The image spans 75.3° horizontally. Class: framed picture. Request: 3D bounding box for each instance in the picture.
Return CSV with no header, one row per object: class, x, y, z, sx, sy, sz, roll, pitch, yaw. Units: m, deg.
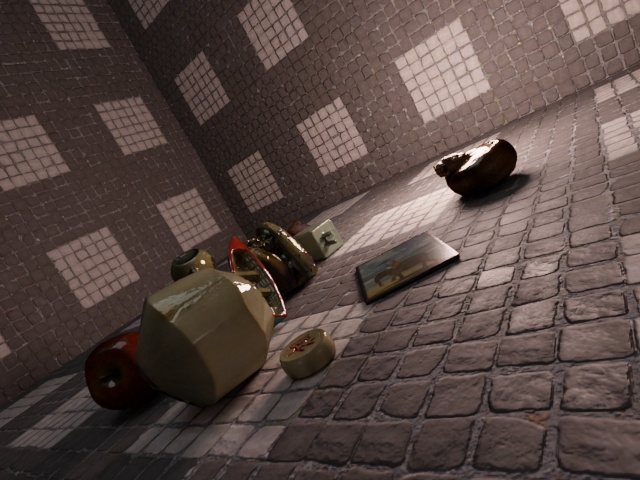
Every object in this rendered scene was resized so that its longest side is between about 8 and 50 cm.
framed picture,0.226,0.065,1.180,0.265,0.016,0.347,-28,9,7

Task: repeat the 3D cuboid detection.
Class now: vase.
vase,-0.653,0.222,2.268,0.241,0.302,0.329,-32,27,-17

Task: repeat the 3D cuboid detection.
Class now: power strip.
power strip,0.000,0.000,1.811,0.224,0.139,0.140,-19,13,48

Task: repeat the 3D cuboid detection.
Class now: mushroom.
mushroom,0.561,-0.257,1.496,0.279,0.162,0.297,-17,13,17

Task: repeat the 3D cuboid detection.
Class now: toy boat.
toy boat,-0.228,0.129,1.345,0.136,0.079,0.392,2,33,-36

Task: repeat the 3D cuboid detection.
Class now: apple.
apple,-0.559,0.381,1.226,0.230,0.229,0.230,-28,9,5

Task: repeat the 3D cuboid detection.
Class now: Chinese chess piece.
Chinese chess piece,-0.027,0.238,0.880,0.122,0.051,0.122,-27,10,5

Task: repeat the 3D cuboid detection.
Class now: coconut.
coconut,-0.275,0.226,0.976,0.323,0.322,0.323,-28,9,5

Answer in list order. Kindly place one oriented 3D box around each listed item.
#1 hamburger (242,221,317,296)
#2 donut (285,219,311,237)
hamburger,-0.182,0.076,1.583,0.195,0.276,0.318,-42,19,-24
donut,-0.128,-0.032,2.373,0.112,0.151,0.295,-47,18,-32
